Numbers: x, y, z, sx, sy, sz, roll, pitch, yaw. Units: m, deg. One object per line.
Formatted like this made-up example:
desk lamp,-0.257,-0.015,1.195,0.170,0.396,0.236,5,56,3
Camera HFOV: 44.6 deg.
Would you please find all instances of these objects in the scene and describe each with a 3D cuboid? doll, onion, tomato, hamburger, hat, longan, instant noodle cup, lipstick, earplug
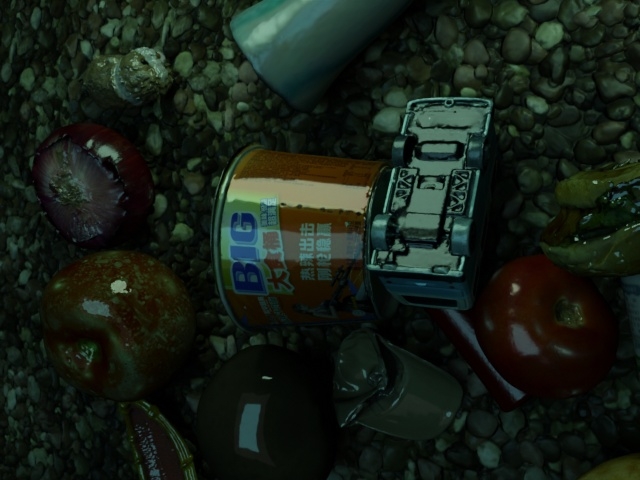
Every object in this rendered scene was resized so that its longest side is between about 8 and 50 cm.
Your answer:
doll,-0.365,-0.290,1.405,0.221,0.105,0.114,9,99,27
onion,-0.404,-0.098,1.412,0.248,0.161,0.248,8,103,37
tomato,-0.342,0.140,1.358,0.270,0.222,0.270,14,123,23
hamburger,0.405,-0.037,0.913,0.285,0.265,0.134,-10,91,31
hat,0.119,0.217,1.211,0.173,0.144,0.166,14,111,-18
longan,-0.083,0.284,1.230,0.246,0.215,0.246,9,119,17
instant noodle cup,0.000,0.000,1.139,0.214,0.296,0.296,2,94,21
lipstick,0.222,0.133,1.131,0.080,0.080,0.241,-44,74,24
tomato,0.294,0.116,1.035,0.195,0.195,0.136,57,150,14
earplug,0.045,-0.358,1.152,0.324,0.185,0.185,-37,76,19

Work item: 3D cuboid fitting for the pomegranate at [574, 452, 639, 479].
pomegranate,0.405,0.405,0.948,0.307,0.307,0.307,2,95,29

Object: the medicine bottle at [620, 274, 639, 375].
medicine bottle,0.462,0.137,0.967,0.139,0.139,0.236,-12,94,29

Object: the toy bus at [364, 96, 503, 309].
toy bus,0.166,-0.046,1.068,0.133,0.165,0.271,4,63,23

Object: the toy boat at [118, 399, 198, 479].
toy boat,-0.286,0.415,1.419,0.141,0.099,0.317,-27,84,31
